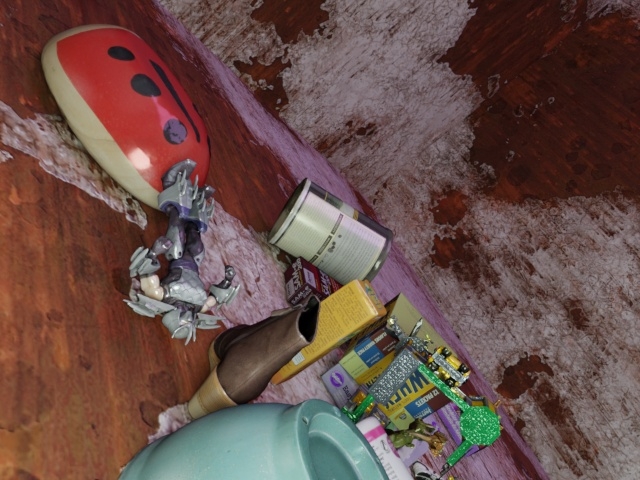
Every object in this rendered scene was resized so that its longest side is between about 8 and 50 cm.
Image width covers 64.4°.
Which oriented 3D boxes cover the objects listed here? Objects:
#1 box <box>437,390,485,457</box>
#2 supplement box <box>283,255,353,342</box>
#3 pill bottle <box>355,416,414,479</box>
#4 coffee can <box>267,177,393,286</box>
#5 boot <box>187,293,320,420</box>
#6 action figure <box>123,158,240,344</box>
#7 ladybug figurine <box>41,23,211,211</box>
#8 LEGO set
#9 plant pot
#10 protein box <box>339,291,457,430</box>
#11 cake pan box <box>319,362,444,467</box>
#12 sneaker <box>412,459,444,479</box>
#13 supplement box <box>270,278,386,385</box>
[{"bbox_3d":[0.479,0.604,1.701,0.201,0.057,0.293,58,15,28],"label":"box"},{"bbox_3d":[0.023,0.153,1.279,0.239,0.073,0.130,35,18,-25],"label":"supplement box"},{"bbox_3d":[0.084,0.409,0.700,0.283,0.160,0.160,58,15,22],"label":"pill bottle"},{"bbox_3d":[0.026,-0.012,1.361,0.275,0.202,0.201,31,18,-12],"label":"coffee can"},{"bbox_3d":[-0.076,0.149,0.746,0.090,0.206,0.248,50,14,-8],"label":"boot"},{"bbox_3d":[-0.210,0.024,0.786,0.185,0.099,0.285,40,36,-52],"label":"action figure"},{"bbox_3d":[-0.348,-0.248,0.979,0.449,0.162,0.305,55,14,15],"label":"ladybug figurine"},{"bbox_3d":[0.149,0.319,0.897,0.254,0.331,0.192,34,8,14],"label":"LEGO set"},{"bbox_3d":[-0.038,0.292,0.531,0.293,0.196,0.293,48,14,-17],"label":"plant pot"},{"bbox_3d":[0.175,0.255,1.101,0.200,0.136,0.201,48,22,1],"label":"protein box"},{"bbox_3d":[0.146,0.369,1.127,0.266,0.070,0.246,7,47,-57],"label":"cake pan box"},{"bbox_3d":[0.250,0.537,1.170,0.109,0.040,0.044,44,13,-29],"label":"sneaker"},{"bbox_3d":[0.000,0.162,0.905,0.080,0.233,0.078,55,14,16],"label":"supplement box"}]
